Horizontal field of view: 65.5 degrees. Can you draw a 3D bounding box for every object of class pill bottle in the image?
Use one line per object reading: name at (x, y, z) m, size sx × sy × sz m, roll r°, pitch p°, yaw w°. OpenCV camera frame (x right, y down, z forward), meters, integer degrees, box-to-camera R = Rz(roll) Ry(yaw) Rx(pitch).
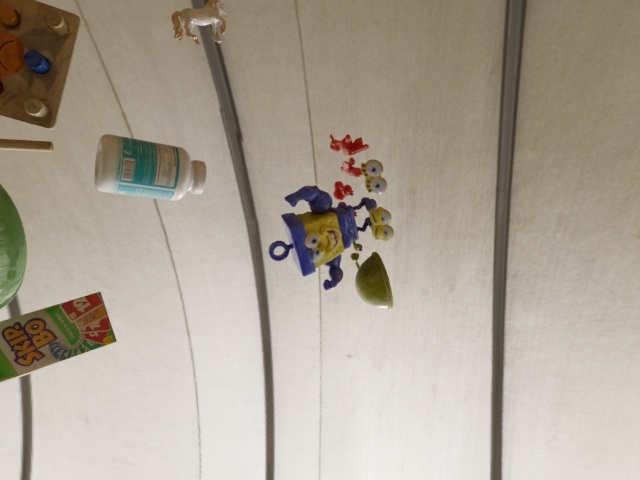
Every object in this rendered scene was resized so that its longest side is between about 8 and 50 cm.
pill bottle at (-0.439, -0.183, 1.299) m, size 0.264 × 0.146 × 0.146 m, roll 6°, pitch -107°, yaw -32°

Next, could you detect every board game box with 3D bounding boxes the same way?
board game box at (-0.594, 0.210, 1.079) m, size 0.259 × 0.039 × 0.124 m, roll -18°, pitch -99°, yaw -25°

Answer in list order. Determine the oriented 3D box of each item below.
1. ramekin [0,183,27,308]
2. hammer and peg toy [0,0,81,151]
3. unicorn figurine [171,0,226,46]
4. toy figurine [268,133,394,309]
ramekin at (-0.707, 0.010, 0.894) m, size 0.303 × 0.148 × 0.303 m, roll 3°, pitch -79°, yaw 17°
hammer and peg toy at (-0.668, -0.334, 1.040) m, size 0.266 × 0.127 × 0.361 m, roll 13°, pitch -88°, yaw -18°
unicorn figurine at (-0.258, -0.498, 1.124) m, size 0.162 × 0.060 × 0.111 m, roll -11°, pitch -105°, yaw -37°
toy figurine at (0.000, 0.000, 0.947) m, size 0.217 × 0.363 × 0.191 m, roll -23°, pitch -148°, yaw -18°
